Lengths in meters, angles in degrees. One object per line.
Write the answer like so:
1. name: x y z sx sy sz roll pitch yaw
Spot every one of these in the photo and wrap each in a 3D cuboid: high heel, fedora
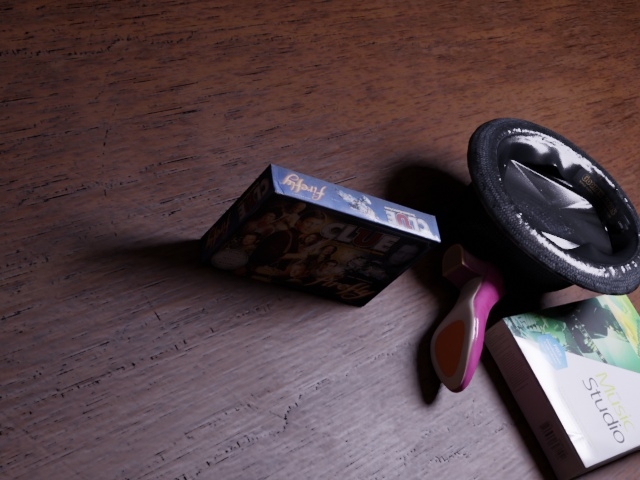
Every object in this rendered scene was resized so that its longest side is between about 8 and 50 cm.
1. high heel: 0.214 0.122 1.500 0.117 0.082 0.244 36 36 -27
2. fedora: 0.323 -0.022 1.642 0.334 0.152 0.334 21 46 -23

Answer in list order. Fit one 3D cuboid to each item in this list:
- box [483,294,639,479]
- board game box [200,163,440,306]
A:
1. box: 0.399 0.202 1.599 0.322 0.058 0.232 -7 63 -45
2. board game box: 0.000 0.000 1.332 0.243 0.165 0.042 16 49 -31
